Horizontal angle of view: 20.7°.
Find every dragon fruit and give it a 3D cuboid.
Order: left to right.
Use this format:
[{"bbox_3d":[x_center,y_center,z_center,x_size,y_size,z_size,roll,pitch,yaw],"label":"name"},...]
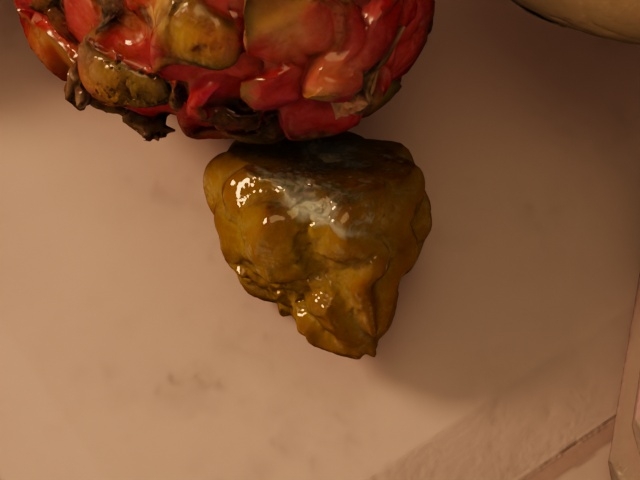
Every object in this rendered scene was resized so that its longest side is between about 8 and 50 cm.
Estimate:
[{"bbox_3d":[-0.048,-0.185,1.026,0.250,0.269,0.291,-20,27,-24],"label":"dragon fruit"}]

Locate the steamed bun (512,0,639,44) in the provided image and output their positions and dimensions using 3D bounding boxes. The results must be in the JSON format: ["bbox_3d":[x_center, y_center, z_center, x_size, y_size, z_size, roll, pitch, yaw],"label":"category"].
[{"bbox_3d":[0.199,-0.250,1.095,0.334,0.233,0.312,23,46,6],"label":"steamed bun"}]

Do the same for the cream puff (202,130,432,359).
[{"bbox_3d":[0.000,0.000,1.058,0.146,0.116,0.146,1,22,-1],"label":"cream puff"}]

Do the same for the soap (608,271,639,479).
[{"bbox_3d":[0.313,0.055,1.013,0.258,0.159,0.302,10,66,6],"label":"soap"}]
